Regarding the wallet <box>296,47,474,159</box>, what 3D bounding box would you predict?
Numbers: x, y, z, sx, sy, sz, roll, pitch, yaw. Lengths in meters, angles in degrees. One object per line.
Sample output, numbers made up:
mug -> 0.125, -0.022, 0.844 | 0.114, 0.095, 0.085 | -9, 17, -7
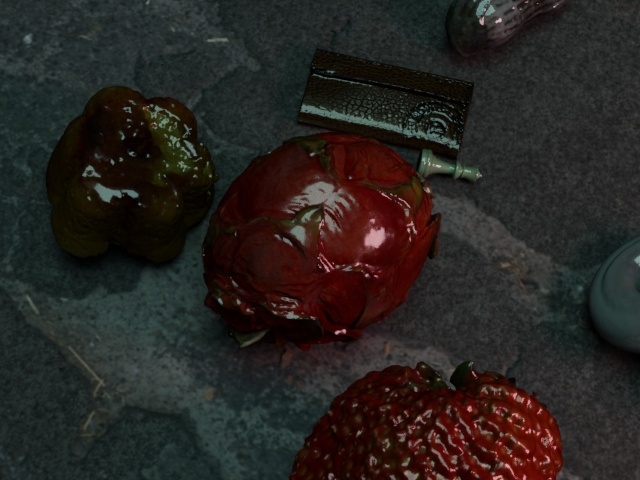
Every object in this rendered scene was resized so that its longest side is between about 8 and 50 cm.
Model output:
wallet -> 0.097, -0.205, 2.031 | 0.243, 0.039, 0.132 | 14, 62, 3

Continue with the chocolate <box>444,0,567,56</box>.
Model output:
chocolate -> 0.287, -0.365, 2.095 | 0.248, 0.110, 0.110 | -36, 70, -26

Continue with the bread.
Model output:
bread -> -0.253, -0.095, 1.893 | 0.232, 0.135, 0.246 | 6, 58, -16

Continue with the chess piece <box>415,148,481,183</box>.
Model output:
chess piece -> 0.186, -0.102, 1.984 | 0.093, 0.042, 0.042 | 13, 61, -5

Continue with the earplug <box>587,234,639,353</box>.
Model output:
earplug -> 0.509, 0.109, 1.830 | 0.325, 0.175, 0.214 | 38, 72, 26

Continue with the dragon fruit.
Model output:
dragon fruit -> 0.000, 0.000, 1.781 | 0.277, 0.277, 0.342 | 42, 79, 17

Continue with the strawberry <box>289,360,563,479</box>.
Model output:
strawberry -> 0.113, 0.317, 1.625 | 0.312, 0.267, 0.351 | 6, 49, 24
